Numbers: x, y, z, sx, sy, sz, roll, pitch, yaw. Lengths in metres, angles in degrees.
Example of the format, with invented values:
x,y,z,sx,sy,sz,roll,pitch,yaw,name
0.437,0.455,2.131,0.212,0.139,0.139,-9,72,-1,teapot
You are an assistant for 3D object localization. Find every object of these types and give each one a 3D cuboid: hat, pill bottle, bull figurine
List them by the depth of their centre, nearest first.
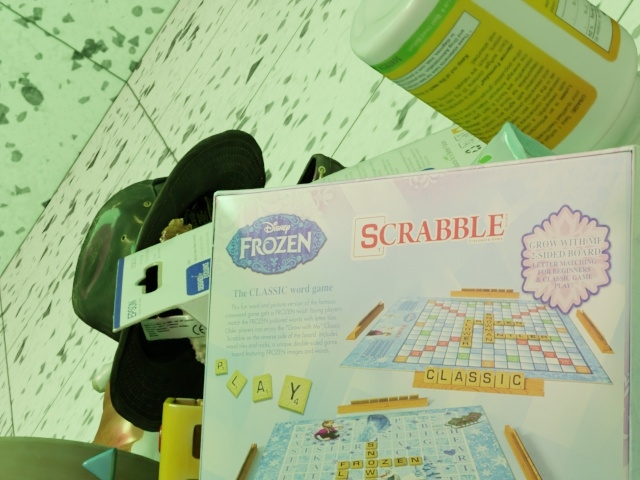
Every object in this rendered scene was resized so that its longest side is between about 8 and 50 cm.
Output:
x,y,z,sx,sy,sz,roll,pitch,yaw,name
0.157,-0.137,1.266,0.136,0.245,0.136,-49,20,25,pill bottle
-0.179,0.027,1.732,0.331,0.134,0.331,17,-90,-70,hat
-0.218,0.213,1.899,0.188,0.101,0.310,-34,30,55,bull figurine

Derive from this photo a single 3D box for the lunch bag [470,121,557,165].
x,y,z,sx,sy,sz,roll,pitch,yaw,name
0.143,0.084,1.103,0.223,0.160,0.262,-49,33,18,lunch bag

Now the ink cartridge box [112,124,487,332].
x,y,z,sx,sy,sz,roll,pitch,yaw,name
0.000,0.000,1.433,0.371,0.069,0.176,-20,20,2,ink cartridge box

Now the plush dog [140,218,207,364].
x,y,z,sx,sy,sz,roll,pitch,yaw,name
-0.045,0.035,1.652,0.262,0.210,0.225,-50,-3,25,plush dog

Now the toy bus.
x,y,z,sx,sy,sz,roll,pitch,yaw,name
-0.097,0.230,1.407,0.191,0.202,0.104,-42,-1,-2,toy bus

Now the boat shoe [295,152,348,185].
x,y,z,sx,sy,sz,roll,pitch,yaw,name
-0.036,0.011,1.806,0.228,0.068,0.081,-59,18,-2,boat shoe

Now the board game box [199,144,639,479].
x,y,z,sx,sy,sz,roll,pitch,yaw,name
0.064,0.115,1.007,0.318,0.066,0.318,-4,78,36,board game box

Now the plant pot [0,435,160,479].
x,y,z,sx,sy,sz,roll,pitch,yaw,name
-0.275,0.373,1.547,0.323,0.323,0.280,-36,46,48,plant pot
